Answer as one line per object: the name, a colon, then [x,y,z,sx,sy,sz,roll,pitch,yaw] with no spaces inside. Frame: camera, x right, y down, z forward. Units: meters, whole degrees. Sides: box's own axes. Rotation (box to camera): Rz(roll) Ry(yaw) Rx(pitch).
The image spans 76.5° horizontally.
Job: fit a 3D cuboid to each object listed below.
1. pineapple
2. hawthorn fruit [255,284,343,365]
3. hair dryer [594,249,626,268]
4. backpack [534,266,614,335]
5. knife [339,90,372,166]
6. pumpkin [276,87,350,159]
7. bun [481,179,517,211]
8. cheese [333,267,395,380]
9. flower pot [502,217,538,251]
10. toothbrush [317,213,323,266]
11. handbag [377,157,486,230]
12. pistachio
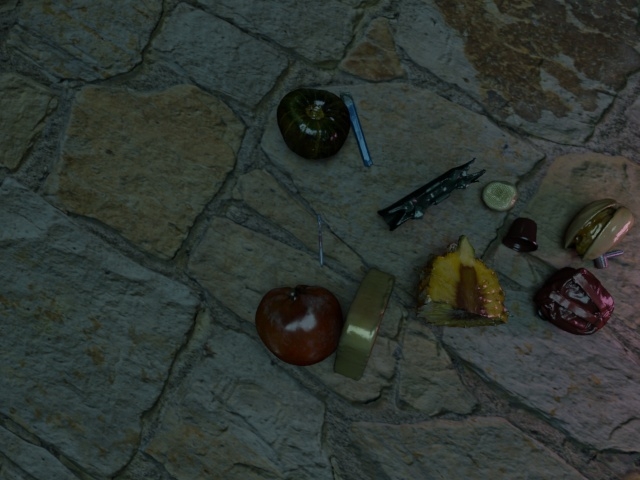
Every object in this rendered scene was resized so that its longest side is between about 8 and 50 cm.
pineapple: [0.435,0.143,1.376,0.344,0.209,0.286,17,59,-19]
hawthorn fruit: [-0.064,0.271,1.328,0.284,0.284,0.284,0,87,3]
hair dryer: [0.997,0.056,1.393,0.114,0.037,0.063,-13,88,-5]
backpack: [0.844,0.205,1.337,0.229,0.139,0.229,0,86,4]
knife: [0.129,-0.407,1.475,0.044,0.026,0.296,-17,88,5]
pumpkin: [-0.027,-0.395,1.411,0.260,0.189,0.260,4,68,-10]
bun: [0.621,-0.155,1.408,0.115,0.069,0.115,1,92,24]
cheese: [0.151,0.245,1.323,0.104,0.384,0.383,20,88,12]
flower pot: [0.691,-0.024,1.388,0.111,0.111,0.089,22,73,4]
toothbrush: [0.000,0.000,1.460,0.013,0.019,0.193,-3,88,3]
handbag: [0.357,-0.144,1.340,0.326,0.238,0.089,-30,90,1]
pistachio: [0.922,-0.037,1.353,0.157,0.157,0.229,42,95,5]
